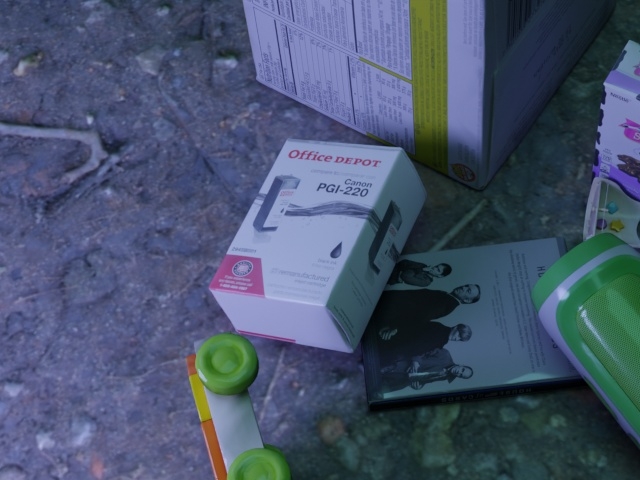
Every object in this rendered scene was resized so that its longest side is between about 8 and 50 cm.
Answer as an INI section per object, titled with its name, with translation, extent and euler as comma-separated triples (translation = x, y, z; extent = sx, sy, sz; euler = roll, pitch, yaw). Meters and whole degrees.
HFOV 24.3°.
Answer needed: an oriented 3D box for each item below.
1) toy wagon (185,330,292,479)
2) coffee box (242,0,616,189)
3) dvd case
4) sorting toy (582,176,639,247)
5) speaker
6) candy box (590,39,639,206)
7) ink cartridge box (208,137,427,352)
[toy wagon]
translation = -0.052, 0.255, 1.382
extent = 0.068, 0.267, 0.344
euler = -16, 58, -3
[coffee box]
translation = 0.129, -0.335, 1.697
extent = 0.334, 0.338, 0.338
euler = 28, 64, 22
[dvd case]
translation = 0.160, 0.088, 1.609
extent = 0.238, 0.030, 0.179
euler = -6, 57, 1
[sorting toy]
translation = 0.334, -0.020, 1.656
extent = 0.075, 0.045, 0.083
euler = 11, 59, 4
[speaker]
translation = 0.342, 0.137, 1.487
extent = 0.131, 0.131, 0.296
euler = -31, 68, -14
[candy box]
translation = 0.386, -0.105, 1.611
extent = 0.164, 0.196, 0.070
euler = 25, 63, 20
[ink cartridge box]
translation = 0.000, 0.000, 1.621
extent = 0.158, 0.092, 0.218
euler = 7, 55, 32
